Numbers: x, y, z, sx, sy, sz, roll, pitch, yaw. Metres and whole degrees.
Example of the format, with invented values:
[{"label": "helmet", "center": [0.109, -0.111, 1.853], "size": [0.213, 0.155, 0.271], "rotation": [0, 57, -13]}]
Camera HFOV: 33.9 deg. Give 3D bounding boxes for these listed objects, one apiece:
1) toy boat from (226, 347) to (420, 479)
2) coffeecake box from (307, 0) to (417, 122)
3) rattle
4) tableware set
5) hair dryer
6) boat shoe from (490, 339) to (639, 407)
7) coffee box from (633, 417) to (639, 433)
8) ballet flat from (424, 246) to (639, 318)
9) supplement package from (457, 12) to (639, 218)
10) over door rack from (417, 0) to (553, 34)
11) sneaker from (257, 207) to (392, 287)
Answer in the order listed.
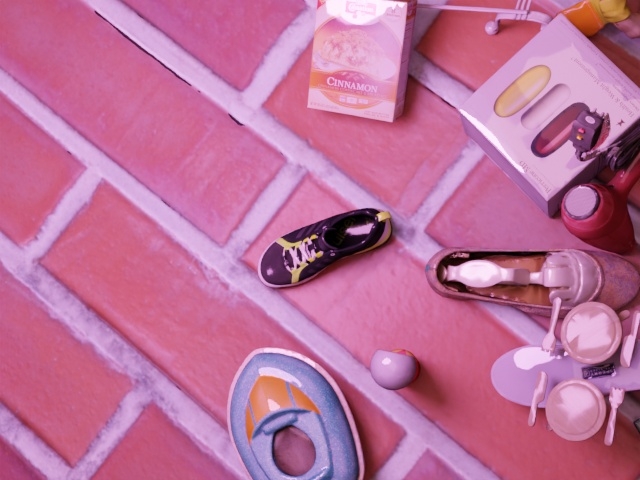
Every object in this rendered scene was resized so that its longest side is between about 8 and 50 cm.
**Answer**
[{"label": "toy boat", "center": [0.007, 0.251, 1.567], "size": [0.318, 0.148, 0.267], "rotation": [-32, 76, 8]}, {"label": "coffeecake box", "center": [0.064, -0.291, 1.630], "size": [0.142, 0.068, 0.185], "rotation": [12, 112, 15]}, {"label": "rattle", "center": [0.452, -0.398, 1.608], "size": [0.130, 0.143, 0.199], "rotation": [22, 70, -16]}, {"label": "tableware set", "center": [0.368, 0.182, 1.456], "size": [0.128, 0.039, 0.194], "rotation": [9, 82, 36]}, {"label": "hair dryer", "center": [0.430, -0.082, 1.456], "size": [0.223, 0.293, 0.080], "rotation": [-22, 48, -21]}, {"label": "boat shoe", "center": [0.380, 0.194, 1.518], "size": [0.258, 0.084, 0.095], "rotation": [-4, 80, 24]}, {"label": "coffee box", "center": [0.538, 0.312, 1.485], "size": [0.113, 0.040, 0.184], "rotation": [-31, 77, 7]}, {"label": "ballet flat", "center": [0.307, 0.059, 1.541], "size": [0.316, 0.106, 0.107], "rotation": [0, 83, 13]}, {"label": "supplement package", "center": [0.343, -0.179, 1.542], "size": [0.203, 0.149, 0.194], "rotation": [-43, 75, 4]}, {"label": "over door rack", "center": [0.244, -0.455, 1.637], "size": [0.324, 0.108, 0.239], "rotation": [15, 87, 29]}, {"label": "sneaker", "center": [0.000, 0.000, 1.629], "size": [0.235, 0.097, 0.084], "rotation": [-25, 77, 9]}]
